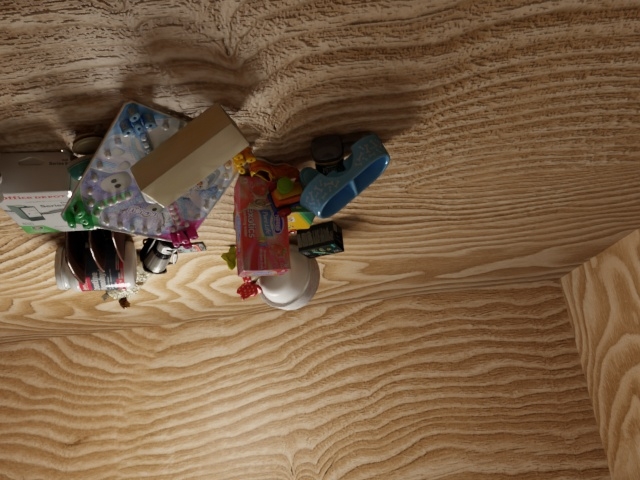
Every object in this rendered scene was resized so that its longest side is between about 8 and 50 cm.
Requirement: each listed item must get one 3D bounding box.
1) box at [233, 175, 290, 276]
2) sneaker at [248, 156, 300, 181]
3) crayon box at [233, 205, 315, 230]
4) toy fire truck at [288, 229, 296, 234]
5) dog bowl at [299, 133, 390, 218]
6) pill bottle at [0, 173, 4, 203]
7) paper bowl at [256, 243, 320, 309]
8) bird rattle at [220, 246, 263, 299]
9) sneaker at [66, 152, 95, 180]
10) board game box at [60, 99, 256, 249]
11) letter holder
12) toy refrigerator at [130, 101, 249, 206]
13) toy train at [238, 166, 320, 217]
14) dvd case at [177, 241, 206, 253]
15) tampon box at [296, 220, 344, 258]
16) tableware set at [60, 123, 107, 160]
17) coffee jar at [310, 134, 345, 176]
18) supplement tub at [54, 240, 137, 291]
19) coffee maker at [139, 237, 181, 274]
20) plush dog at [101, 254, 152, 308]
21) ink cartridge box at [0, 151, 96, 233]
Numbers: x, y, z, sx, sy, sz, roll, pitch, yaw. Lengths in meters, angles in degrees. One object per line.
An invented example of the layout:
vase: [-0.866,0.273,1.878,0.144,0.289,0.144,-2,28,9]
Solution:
box: [-0.186,-0.041,1.695,0.154,0.299,0.142,0,169,-16]
sneaker: [-0.140,-0.202,1.624,0.175,0.067,0.064,4,157,-33]
crayon box: [-0.162,-0.102,1.885,0.279,0.081,0.165,-2,161,-13]
toy fire truck: [-0.199,-0.038,2.116,0.135,0.047,0.192,12,154,-40]
dog bowl: [0.077,-0.175,1.538,0.297,0.074,0.166,-40,162,-2]
pill bottle: [-0.834,-0.168,1.287,0.108,0.108,0.180,-6,121,-2]
paper bowl: [-0.156,0.152,2.322,0.285,0.283,0.148,-17,158,27]
bird rattle: [-0.308,0.112,2.250,0.143,0.253,0.207,8,133,-37]
sneaker: [-0.541,-0.154,1.461,0.108,0.120,0.302,-26,167,24]
board game box: [-0.422,-0.146,1.442,0.390,0.050,0.390,14,124,-47]
letter holder: [-0.763,0.022,1.835,0.152,0.214,0.302,-2,160,-14]
toy refrigerator: [-0.321,-0.210,1.319,0.270,0.094,0.102,-36,152,5]
toy train: [-0.117,-0.137,1.574,0.248,0.105,0.143,-18,166,-15]
dvd case: [-0.545,0.031,2.250,0.120,0.013,0.087,-7,161,-2]
tampon box: [0.000,0.000,2.210,0.161,0.101,0.120,-12,160,19]
tableware set: [-0.585,-0.238,1.405,0.128,0.039,0.194,-20,168,-7]
coffee jar: [0.025,-0.235,1.563,0.096,0.078,0.184,-9,161,4]
supplement tub: [-0.857,0.099,2.067,0.273,0.191,0.191,-3,161,-13]
coffee maker: [-0.601,0.011,1.997,0.120,0.171,0.178,-18,154,-51]
plush dog: [-0.803,0.145,2.277,0.225,0.210,0.263,-44,150,18]
ink cartridge box: [-0.778,-0.129,1.528,0.211,0.121,0.289,-4,161,-9]
